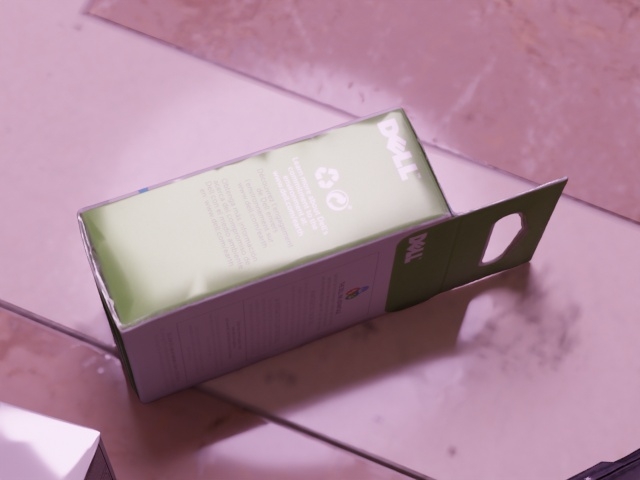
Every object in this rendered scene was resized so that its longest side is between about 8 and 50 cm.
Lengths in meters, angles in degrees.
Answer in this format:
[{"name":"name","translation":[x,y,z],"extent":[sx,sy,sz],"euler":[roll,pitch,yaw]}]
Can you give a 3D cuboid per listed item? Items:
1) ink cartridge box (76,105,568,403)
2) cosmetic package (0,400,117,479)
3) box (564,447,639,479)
[{"name":"ink cartridge box","translation":[0.000,0.000,0.694],"extent":[0.209,0.109,0.062],"euler":[-19,69,-9]},{"name":"cosmetic package","translation":[-0.212,0.087,0.658],"extent":[0.239,0.099,0.060],"euler":[16,65,5]},{"name":"box","translation":[0.093,0.242,0.509],"extent":[0.293,0.073,0.295],"euler":[-28,52,-3]}]
